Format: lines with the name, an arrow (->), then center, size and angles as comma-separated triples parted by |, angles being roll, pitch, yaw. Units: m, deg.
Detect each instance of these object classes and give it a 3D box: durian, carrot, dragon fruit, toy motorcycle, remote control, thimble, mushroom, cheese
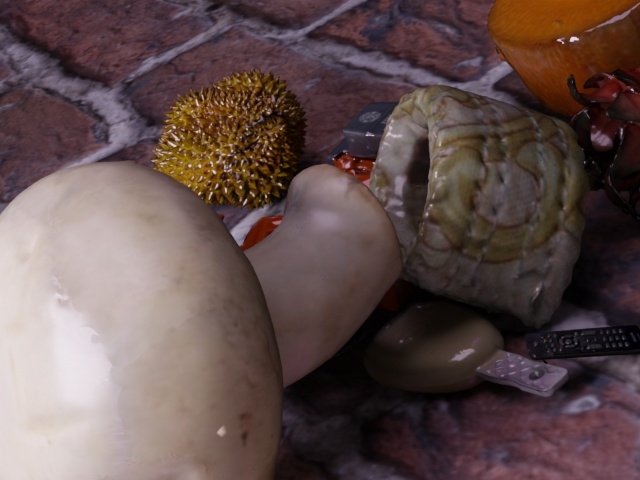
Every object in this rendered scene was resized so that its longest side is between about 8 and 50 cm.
durian -> -0.085, -0.100, 1.953 | 0.168, 0.137, 0.158 | -3, 52, 51
carrot -> 0.302, -0.243, 1.916 | 0.258, 0.100, 0.307 | -7, 34, 33
dragon fruit -> 0.270, -0.088, 1.649 | 0.142, 0.121, 0.130 | -21, 42, -27
toy motorcycle -> 0.000, 0.000, 1.690 | 0.221, 0.148, 0.325 | 10, 38, 31
remote control -> 0.201, 0.080, 1.472 | 0.091, 0.016, 0.034 | -3, 37, -10
thimble -> 0.126, -0.026, 1.574 | 0.137, 0.143, 0.190 | -37, 43, 55
mushroom -> -0.131, 0.066, 1.424 | 0.315, 0.315, 0.356 | 13, 76, 50
cheese -> 0.119, 0.093, 1.523 | 0.097, 0.037, 0.192 | -38, 29, -26
